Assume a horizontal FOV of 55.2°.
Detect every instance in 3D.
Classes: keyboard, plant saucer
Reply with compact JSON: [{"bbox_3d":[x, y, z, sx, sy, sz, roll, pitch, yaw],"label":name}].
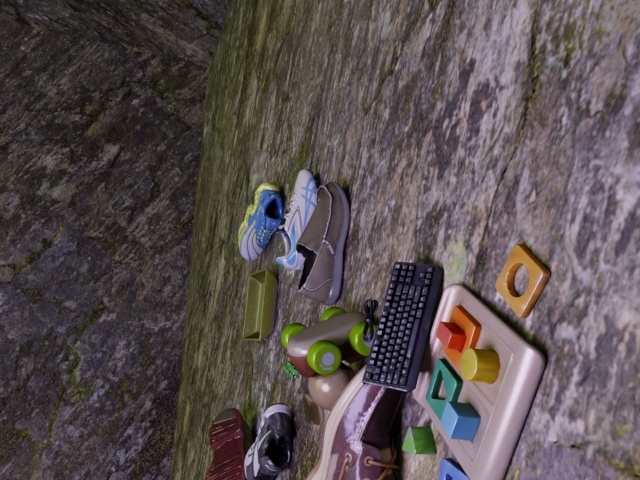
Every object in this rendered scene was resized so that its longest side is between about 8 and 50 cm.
[{"bbox_3d":[0.100,0.113,0.844,0.108,0.023,0.180,1,62,37],"label":"keyboard"},{"bbox_3d":[-0.158,0.177,1.648,0.188,0.045,0.189,158,119,-68],"label":"plant saucer"}]

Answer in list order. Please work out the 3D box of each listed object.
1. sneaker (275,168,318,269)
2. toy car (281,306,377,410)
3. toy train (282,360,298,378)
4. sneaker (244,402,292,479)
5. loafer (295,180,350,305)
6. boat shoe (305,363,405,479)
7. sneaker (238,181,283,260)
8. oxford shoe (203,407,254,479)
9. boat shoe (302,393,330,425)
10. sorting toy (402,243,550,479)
[{"bbox_3d":[-0.054,-0.052,1.393,0.085,0.086,0.237,157,121,-69],"label":"sneaker"},{"bbox_3d":[0.034,0.226,1.023,0.155,0.148,0.189,14,122,68],"label":"toy car"},{"bbox_3d":[-0.067,0.292,1.387,0.083,0.017,0.024,16,88,70],"label":"toy train"},{"bbox_3d":[-0.114,0.482,1.348,0.106,0.078,0.234,-117,42,-63],"label":"sneaker"},{"bbox_3d":[0.000,0.000,1.212,0.094,0.087,0.251,150,126,-66],"label":"loafer"},{"bbox_3d":[0.067,0.326,0.893,0.123,0.123,0.342,33,105,36],"label":"boat shoe"},{"bbox_3d":[-0.165,-0.040,1.690,0.126,0.091,0.240,-128,50,-63],"label":"sneaker"},{"bbox_3d":[-0.202,0.574,1.500,0.123,0.130,0.348,-25,29,12],"label":"oxford shoe"},{"bbox_3d":[0.001,0.318,1.159,0.153,0.048,0.056,142,122,-72],"label":"boat shoe"},{"bbox_3d":[0.169,0.164,0.732,0.196,0.047,0.348,-131,53,-65],"label":"sorting toy"}]
